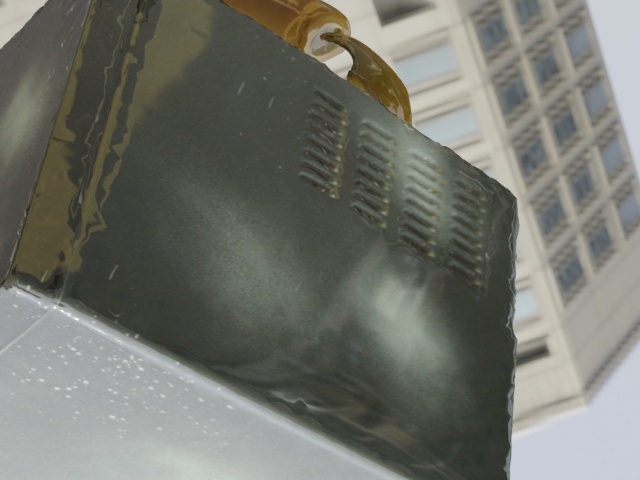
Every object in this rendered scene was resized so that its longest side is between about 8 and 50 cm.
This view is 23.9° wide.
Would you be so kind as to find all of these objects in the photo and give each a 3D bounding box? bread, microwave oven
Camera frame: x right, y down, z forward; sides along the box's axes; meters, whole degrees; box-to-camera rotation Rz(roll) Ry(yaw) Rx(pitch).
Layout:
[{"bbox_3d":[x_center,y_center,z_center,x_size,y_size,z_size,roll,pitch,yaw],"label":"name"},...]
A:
[{"bbox_3d":[-0.064,-0.273,1.811,0.092,0.074,0.239,-30,-143,-25],"label":"bread"},{"bbox_3d":[-0.129,0.087,0.933,0.432,0.374,0.236,-33,-144,42],"label":"microwave oven"}]

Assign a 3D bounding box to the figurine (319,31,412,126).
[{"bbox_3d":[-0.019,0.027,1.612,0.268,0.387,0.401,-32,-159,40],"label":"figurine"}]
